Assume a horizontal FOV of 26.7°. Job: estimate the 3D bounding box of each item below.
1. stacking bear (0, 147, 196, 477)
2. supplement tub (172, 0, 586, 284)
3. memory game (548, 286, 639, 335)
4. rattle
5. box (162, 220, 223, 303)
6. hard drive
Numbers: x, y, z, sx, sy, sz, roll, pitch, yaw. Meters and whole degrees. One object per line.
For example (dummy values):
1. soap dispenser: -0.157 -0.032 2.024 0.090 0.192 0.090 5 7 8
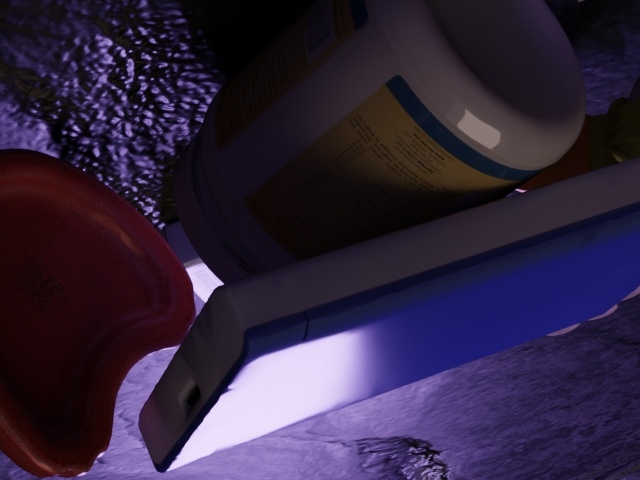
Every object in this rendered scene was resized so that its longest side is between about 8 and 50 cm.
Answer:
1. stacking bear: -0.247 0.067 0.810 0.289 0.175 0.164 -23 112 36
2. supplement tub: 0.026 -0.059 0.728 0.144 0.144 0.200 9 145 -43
3. memory game: 0.213 0.051 1.216 0.186 0.012 0.186 -14 155 -7
4. rattle: 0.215 -0.054 0.946 0.143 0.130 0.200 -20 -177 32
5. box: 0.000 0.000 0.955 0.186 0.038 0.145 -19 155 8
6. hard drive: 0.070 0.035 0.749 0.319 0.040 0.210 -17 162 -25
